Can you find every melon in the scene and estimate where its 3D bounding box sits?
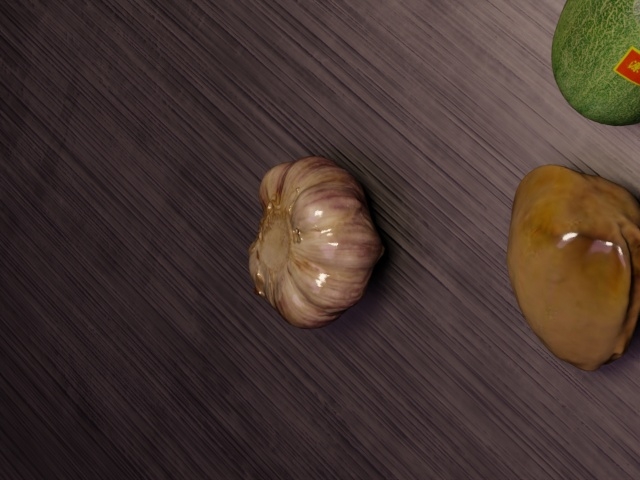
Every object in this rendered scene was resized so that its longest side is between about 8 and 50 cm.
[{"bbox_3d":[0.358,-0.241,1.388,0.182,0.182,0.288,49,145,16],"label":"melon"}]

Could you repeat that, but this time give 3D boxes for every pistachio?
[{"bbox_3d":[0.304,0.037,1.572,0.213,0.163,0.260,52,149,41],"label":"pistachio"}]

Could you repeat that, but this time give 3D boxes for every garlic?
[{"bbox_3d":[0.000,0.000,1.817,0.245,0.160,0.245,9,100,57],"label":"garlic"}]
